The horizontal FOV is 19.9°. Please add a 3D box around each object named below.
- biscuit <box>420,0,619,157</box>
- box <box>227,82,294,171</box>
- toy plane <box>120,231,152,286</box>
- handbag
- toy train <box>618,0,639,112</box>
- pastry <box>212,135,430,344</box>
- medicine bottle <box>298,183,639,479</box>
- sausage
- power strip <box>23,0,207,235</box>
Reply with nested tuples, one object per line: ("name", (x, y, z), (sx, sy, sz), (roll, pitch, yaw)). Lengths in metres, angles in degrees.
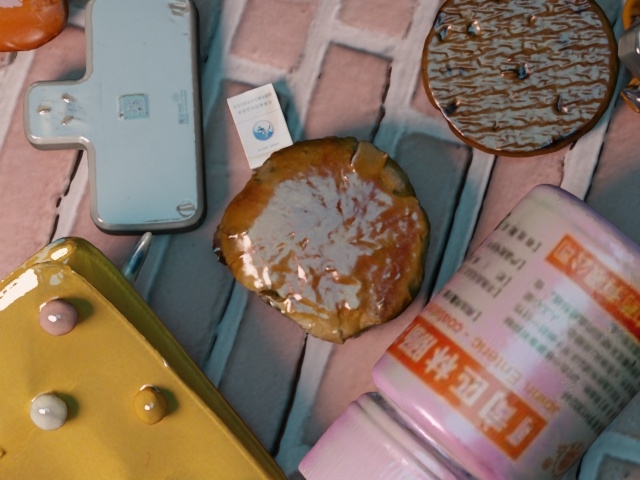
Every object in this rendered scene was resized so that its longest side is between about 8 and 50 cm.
("biscuit", (0.214, -0.190, 1.950), (0.212, 0.036, 0.212), (0, 85, 1))
("box", (-0.063, -0.122, 1.968), (0.054, 0.024, 0.083), (-19, 82, 0))
("toy plane", (-0.231, 0.100, 1.918), (0.192, 0.088, 0.262), (31, 101, 4))
("handbag", (-0.236, 0.225, 1.845), (0.283, 0.133, 0.401), (-38, 104, 9))
("toy train", (0.477, -0.246, 1.879), (0.369, 0.163, 0.231), (-44, 92, -3))
("pastry", (0.000, 0.000, 1.914), (0.229, 0.100, 0.218), (0, 88, -1))
("medicine bottle", (0.174, 0.149, 1.829), (0.219, 0.219, 0.388), (42, 89, 7))
("sausage", (-0.395, -0.273, 1.955), (0.258, 0.133, 0.133), (12, 85, 4))
("power strip", (-0.223, -0.137, 1.961), (0.194, 0.059, 0.264), (-2, 84, -1))
